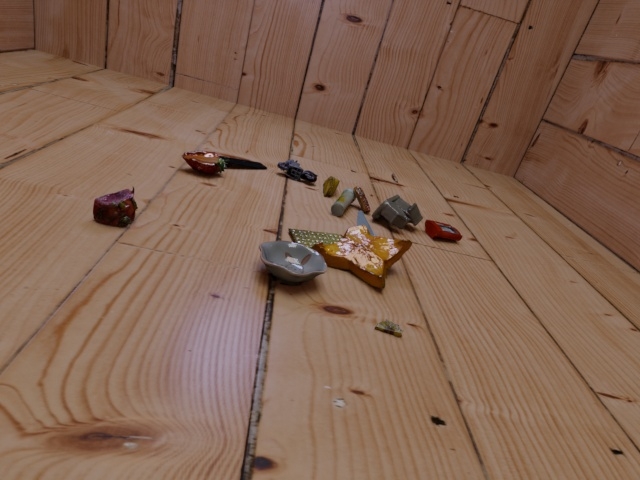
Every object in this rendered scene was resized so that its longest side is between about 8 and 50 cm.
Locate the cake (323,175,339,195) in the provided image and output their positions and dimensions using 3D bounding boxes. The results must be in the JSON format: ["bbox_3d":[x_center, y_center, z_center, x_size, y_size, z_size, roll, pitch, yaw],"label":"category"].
[{"bbox_3d":[0.052,-0.258,2.173,0.079,0.116,0.185,15,-6,-13],"label":"cake"}]

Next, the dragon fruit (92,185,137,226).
[{"bbox_3d":[-0.634,-0.100,1.374,0.096,0.102,0.147,25,35,33],"label":"dragon fruit"}]

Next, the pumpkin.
[{"bbox_3d":[0.145,0.036,1.533,0.290,0.095,0.258,25,46,18],"label":"pumpkin"}]

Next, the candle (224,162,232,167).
[{"bbox_3d":[-0.497,-0.362,2.065,0.167,0.021,0.026,-7,34,-41],"label":"candle"}]

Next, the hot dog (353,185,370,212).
[{"bbox_3d":[0.201,-0.195,2.058,0.062,0.038,0.144,-2,65,-59],"label":"hot dog"}]

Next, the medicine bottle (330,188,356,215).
[{"bbox_3d":[0.106,-0.176,2.004,0.073,0.074,0.218,21,28,9],"label":"medicine bottle"}]

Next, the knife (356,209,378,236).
[{"bbox_3d":[0.195,-0.015,1.726,0.044,0.080,0.331,27,20,-31],"label":"knife"}]

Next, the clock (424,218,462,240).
[{"bbox_3d":[0.575,-0.040,2.028,0.154,0.061,0.113,9,26,-24],"label":"clock"}]

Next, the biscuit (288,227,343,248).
[{"bbox_3d":[0.000,0.000,1.644,0.231,0.016,0.139,5,28,-23],"label":"biscuit"}]

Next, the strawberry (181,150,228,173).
[{"bbox_3d":[-0.517,-0.343,1.943,0.140,0.085,0.192,40,38,25],"label":"strawberry"}]

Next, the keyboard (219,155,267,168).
[{"bbox_3d":[-0.385,-0.389,2.165,0.250,0.017,0.087,1,29,-44],"label":"keyboard"}]

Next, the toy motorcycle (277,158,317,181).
[{"bbox_3d":[-0.115,-0.355,2.225,0.215,0.080,0.122,23,28,2],"label":"toy motorcycle"}]

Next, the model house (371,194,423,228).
[{"bbox_3d":[0.367,-0.123,1.999,0.188,0.123,0.229,34,35,23],"label":"model house"}]

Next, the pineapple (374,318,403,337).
[{"bbox_3d":[0.200,0.253,1.256,0.083,0.019,0.045,17,28,7],"label":"pineapple"}]

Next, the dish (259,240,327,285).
[{"bbox_3d":[-0.095,0.081,1.357,0.229,0.081,0.229,14,22,-6],"label":"dish"}]
